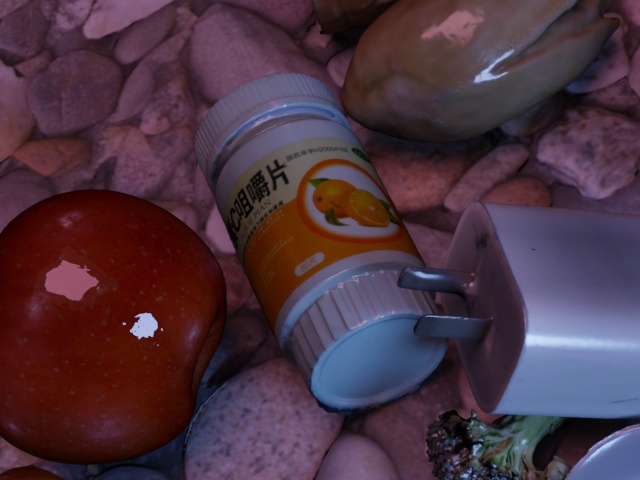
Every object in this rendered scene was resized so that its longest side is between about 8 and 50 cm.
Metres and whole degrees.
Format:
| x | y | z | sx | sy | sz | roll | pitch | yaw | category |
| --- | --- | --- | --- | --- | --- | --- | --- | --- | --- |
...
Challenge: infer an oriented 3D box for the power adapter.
| x | y | z | sx | sy | sz | roll | pitch | yaw | category |
| --- | --- | --- | --- | --- | --- | --- | --- | --- | --- |
| 0.193 | 0.061 | 1.558 | 0.255 | 0.124 | 0.187 | 3 | 40 | -18 | power adapter |

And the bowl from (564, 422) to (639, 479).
| x | y | z | sx | sy | sz | roll | pitch | yaw | category |
| --- | --- | --- | --- | --- | --- | --- | --- | --- | --- |
| 0.290 | 0.252 | 1.498 | 0.189 | 0.086 | 0.189 | -8 | 55 | 11 | bowl |

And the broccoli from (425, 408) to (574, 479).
| x | y | z | sx | sy | sz | roll | pitch | yaw | category |
| --- | --- | --- | --- | --- | --- | --- | --- | --- | --- |
| 0.185 | 0.166 | 1.590 | 0.204 | 0.122 | 0.118 | -35 | 84 | -30 | broccoli |

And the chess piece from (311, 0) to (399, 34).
| x | y | z | sx | sy | sz | roll | pitch | yaw | category |
| --- | --- | --- | --- | --- | --- | --- | --- | --- | --- |
| 0.135 | -0.297 | 1.898 | 0.301 | 0.137 | 0.137 | -7 | 55 | 10 | chess piece |

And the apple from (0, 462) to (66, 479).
| x | y | z | sx | sy | sz | roll | pitch | yaw | category |
| --- | --- | --- | --- | --- | --- | --- | --- | --- | --- |
| -0.282 | 0.295 | 1.601 | 0.195 | 0.173 | 0.160 | -42 | 52 | -7 | apple |

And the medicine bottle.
| x | y | z | sx | sy | sz | roll | pitch | yaw | category |
| --- | --- | --- | --- | --- | --- | --- | --- | --- | --- |
| 0.000 | 0.000 | 1.719 | 0.158 | 0.158 | 0.318 | -26 | 53 | -1 | medicine bottle |

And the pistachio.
| x | y | z | sx | sy | sz | roll | pitch | yaw | category |
| --- | --- | --- | --- | --- | --- | --- | --- | --- | --- |
| 0.155 | -0.196 | 1.801 | 0.293 | 0.162 | 0.181 | -30 | 24 | -3 | pistachio |

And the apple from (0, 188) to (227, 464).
| x | y | z | sx | sy | sz | roll | pitch | yaw | category |
| --- | --- | --- | --- | --- | --- | --- | --- | --- | --- |
| -0.206 | 0.081 | 1.680 | 0.217 | 0.260 | 0.260 | 13 | 61 | 6 | apple |
